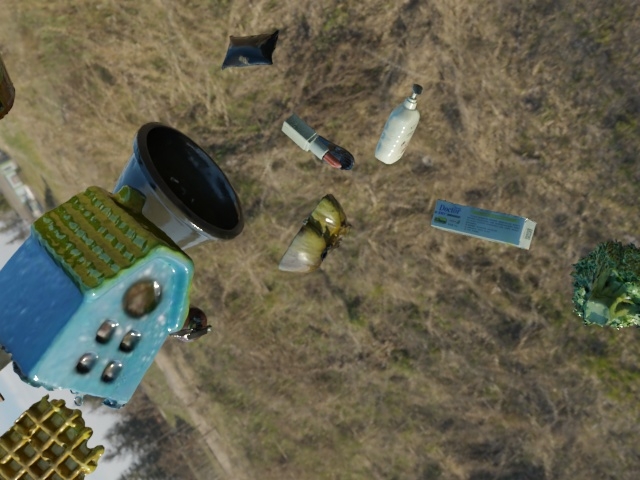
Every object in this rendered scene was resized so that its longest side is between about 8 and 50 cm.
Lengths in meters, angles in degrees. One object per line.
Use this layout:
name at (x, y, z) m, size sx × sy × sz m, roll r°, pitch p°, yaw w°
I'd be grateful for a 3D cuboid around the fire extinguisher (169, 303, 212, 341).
fire extinguisher at (-0.289, 0.155, 1.335) m, size 0.231 × 0.099 × 0.071 m, roll 17°, pitch 105°, yaw 51°

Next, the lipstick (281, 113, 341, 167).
lipstick at (-0.012, -0.172, 1.219) m, size 0.129 × 0.030 × 0.030 m, roll 43°, pitch 152°, yaw 9°

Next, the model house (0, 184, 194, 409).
model house at (-0.345, 0.068, 1.050) m, size 0.237 × 0.303 × 0.215 m, roll 34°, pitch -179°, yaw 39°

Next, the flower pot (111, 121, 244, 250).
flower pot at (-0.288, -0.071, 1.276) m, size 0.269 × 0.166 × 0.269 m, roll 46°, pitch -161°, yaw -21°

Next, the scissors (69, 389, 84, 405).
scissors at (-0.574, 0.368, 1.663) m, size 0.119 × 0.014 × 0.058 m, roll -26°, pitch 82°, yaw 35°

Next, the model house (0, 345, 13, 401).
model house at (-0.709, 0.275, 1.162) m, size 0.244 × 0.326 × 0.169 m, roll -11°, pitch 113°, yaw 30°

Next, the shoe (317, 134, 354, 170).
shoe at (0.021, -0.227, 1.796) m, size 0.159 × 0.053 × 0.062 m, roll 40°, pitch 142°, yaw 34°

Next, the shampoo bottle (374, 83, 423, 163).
shampoo bottle at (0.146, -0.211, 1.203) m, size 0.045 × 0.077 × 0.152 m, roll 35°, pitch 133°, yaw 18°

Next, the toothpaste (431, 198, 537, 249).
toothpaste at (0.244, -0.026, 1.031) m, size 0.164 × 0.034 × 0.046 m, roll 16°, pitch 92°, yaw 45°

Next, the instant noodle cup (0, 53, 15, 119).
instant noodle cup at (-0.625, -0.286, 1.114) m, size 0.230 × 0.230 × 0.182 m, roll 46°, pitch 159°, yaw 31°

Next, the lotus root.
lotus root at (0.001, 0.000, 1.372) m, size 0.078 × 0.183 × 0.203 m, roll 33°, pitch -171°, yaw 9°

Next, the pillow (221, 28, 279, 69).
pillow at (-0.165, -0.450, 1.612) m, size 0.150 × 0.090 × 0.048 m, roll 2°, pitch 147°, yaw 29°

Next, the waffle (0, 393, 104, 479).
waffle at (-0.533, 0.444, 1.344) m, size 0.219 × 0.229 × 0.057 m, roll 44°, pitch 177°, yaw 6°

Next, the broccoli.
broccoli at (0.546, 0.112, 1.263) m, size 0.219 × 0.194 × 0.194 m, roll 36°, pitch 154°, yaw 27°
